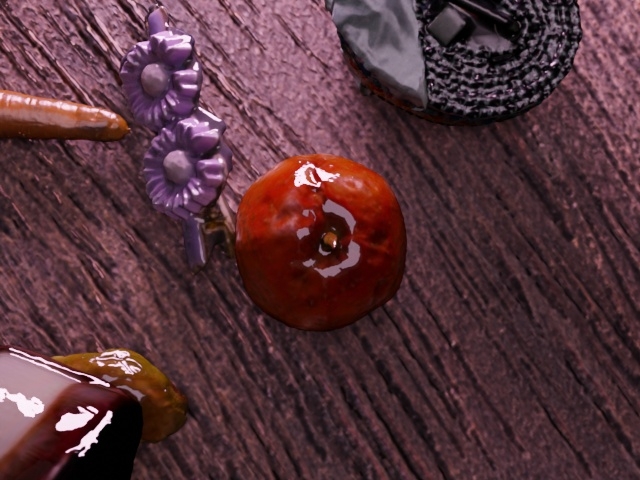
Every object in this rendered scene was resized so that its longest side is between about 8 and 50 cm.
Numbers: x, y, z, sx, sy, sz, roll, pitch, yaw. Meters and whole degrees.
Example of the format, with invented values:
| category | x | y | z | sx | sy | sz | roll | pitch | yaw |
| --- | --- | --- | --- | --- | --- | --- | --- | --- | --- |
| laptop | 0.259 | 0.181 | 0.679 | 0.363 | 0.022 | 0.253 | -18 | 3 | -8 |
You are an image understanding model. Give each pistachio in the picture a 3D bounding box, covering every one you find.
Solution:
| category | x | y | z | sx | sy | sz | roll | pitch | yaw |
| --- | --- | --- | --- | --- | --- | --- | --- | --- | --- |
| pistachio | -0.215 | 0.149 | 1.128 | 0.173 | 0.049 | 0.089 | 13 | 80 | -3 |

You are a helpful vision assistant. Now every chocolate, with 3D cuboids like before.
| category | x | y | z | sx | sy | sz | roll | pitch | yaw |
| --- | --- | --- | --- | --- | --- | --- | --- | --- | --- |
| chocolate | -0.295 | 0.234 | 1.008 | 0.186 | 0.283 | 0.283 | 20 | 80 | 7 |

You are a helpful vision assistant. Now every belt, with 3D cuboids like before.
| category | x | y | z | sx | sy | sz | roll | pitch | yaw |
| --- | --- | --- | --- | --- | --- | --- | --- | --- | --- |
| belt | 0.132 | -0.226 | 1.163 | 0.258 | 0.150 | 0.207 | 27 | 90 | 1 |

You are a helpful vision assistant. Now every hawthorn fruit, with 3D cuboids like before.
| category | x | y | z | sx | sy | sz | roll | pitch | yaw |
| --- | --- | --- | --- | --- | --- | --- | --- | --- | --- |
| hawthorn fruit | 0.000 | 0.000 | 1.091 | 0.179 | 0.200 | 0.179 | 0 | 86 | -1 |

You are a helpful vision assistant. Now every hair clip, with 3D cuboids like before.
| category | x | y | z | sx | sy | sz | roll | pitch | yaw |
| --- | --- | --- | --- | --- | --- | --- | --- | --- | --- |
| hair clip | -0.141 | -0.111 | 1.162 | 0.106 | 0.084 | 0.292 | -24 | 78 | 36 |

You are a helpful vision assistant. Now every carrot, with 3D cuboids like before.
| category | x | y | z | sx | sy | sz | roll | pitch | yaw |
| --- | --- | --- | --- | --- | --- | --- | --- | --- | --- |
| carrot | -0.299 | -0.126 | 1.159 | 0.210 | 0.061 | 0.061 | 7 | 81 | -5 |
